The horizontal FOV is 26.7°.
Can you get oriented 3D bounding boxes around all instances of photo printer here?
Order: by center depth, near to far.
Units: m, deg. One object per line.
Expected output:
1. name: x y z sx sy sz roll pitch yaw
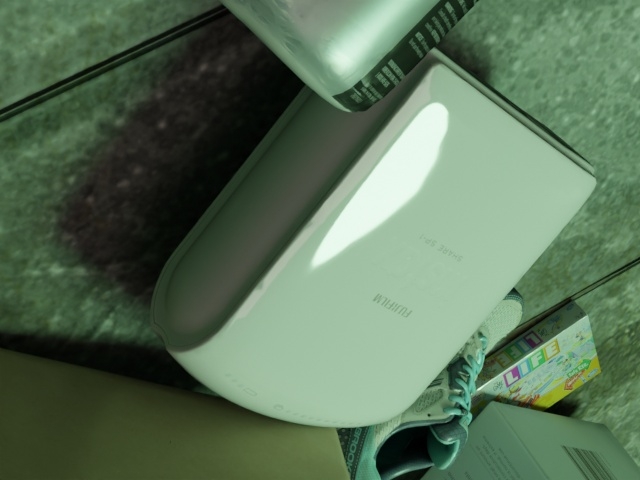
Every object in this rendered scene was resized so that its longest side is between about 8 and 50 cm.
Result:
1. photo printer: 0.035 0.006 1.017 0.307 0.107 0.256 -50 137 11

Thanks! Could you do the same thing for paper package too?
1. paper package: -0.132 0.252 0.970 0.325 0.309 0.168 16 122 -24

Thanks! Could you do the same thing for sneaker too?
1. sneaker: 0.098 0.144 1.202 0.283 0.122 0.110 -38 138 -24

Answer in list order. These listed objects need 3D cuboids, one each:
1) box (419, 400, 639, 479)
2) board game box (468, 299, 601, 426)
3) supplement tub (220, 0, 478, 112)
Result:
1. box: 0.173 0.354 1.399 0.215 0.168 0.345 16 120 -45
2. board game box: 0.210 0.139 1.372 0.154 0.026 0.103 -33 137 -8
3. supplement tub: 0.065 -0.258 0.795 0.338 0.207 0.207 -46 138 6
